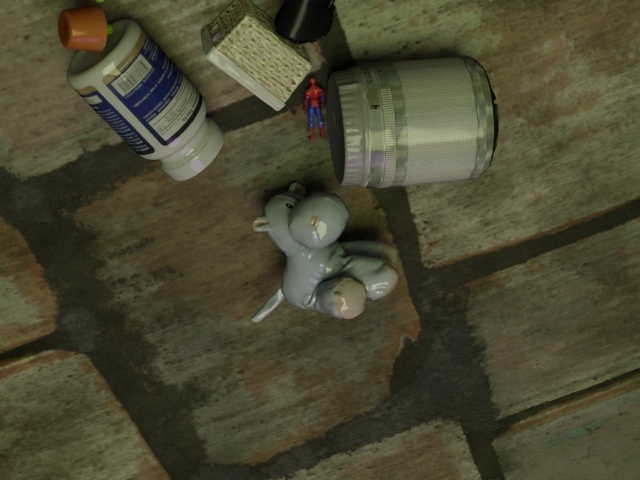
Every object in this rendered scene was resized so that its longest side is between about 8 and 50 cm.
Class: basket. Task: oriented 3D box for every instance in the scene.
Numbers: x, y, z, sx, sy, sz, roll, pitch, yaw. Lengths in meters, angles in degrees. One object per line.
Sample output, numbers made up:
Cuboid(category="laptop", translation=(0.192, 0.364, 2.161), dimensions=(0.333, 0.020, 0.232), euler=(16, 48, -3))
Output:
Cuboid(category="basket", translation=(-0.107, -0.321, 1.855), dimensions=(0.167, 0.113, 0.103), euler=(34, 110, -28))

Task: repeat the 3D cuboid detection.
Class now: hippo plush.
Cuboid(category="hippo plush", translation=(0.000, 0.000, 2.076), dimensions=(0.294, 0.234, 0.237), euler=(-3, 115, 43))

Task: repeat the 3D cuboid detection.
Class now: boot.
Cuboid(category="boot", translation=(-0.006, -0.405, 1.745), dimensions=(0.094, 0.246, 0.207), euler=(27, 115, -1))

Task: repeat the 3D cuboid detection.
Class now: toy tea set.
Cuboid(category="toy tea set", translation=(-0.332, -0.454, 1.692), dimensions=(0.124, 0.200, 0.336), euler=(-9, 142, -33))

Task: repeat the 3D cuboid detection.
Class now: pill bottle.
Cuboid(category="pill bottle", translation=(-0.290, -0.233, 1.856), dimensions=(0.153, 0.153, 0.265), euler=(-33, 123, 12))

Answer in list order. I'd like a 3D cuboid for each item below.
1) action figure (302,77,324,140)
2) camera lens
Cuboid(category="action figure", translation=(-0.012, -0.241, 1.980), dimensions=(0.038, 0.030, 0.115), euler=(-9, 121, -11))
Cuboid(category="camera lens", translation=(0.161, -0.207, 1.919), dimensions=(0.274, 0.219, 0.219), euler=(-6, 125, -7))
